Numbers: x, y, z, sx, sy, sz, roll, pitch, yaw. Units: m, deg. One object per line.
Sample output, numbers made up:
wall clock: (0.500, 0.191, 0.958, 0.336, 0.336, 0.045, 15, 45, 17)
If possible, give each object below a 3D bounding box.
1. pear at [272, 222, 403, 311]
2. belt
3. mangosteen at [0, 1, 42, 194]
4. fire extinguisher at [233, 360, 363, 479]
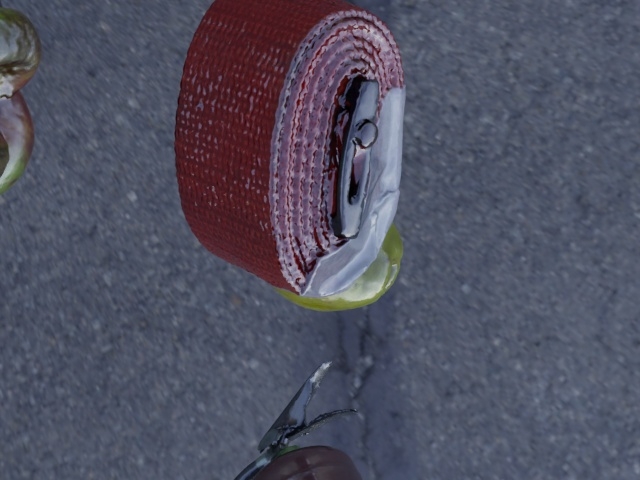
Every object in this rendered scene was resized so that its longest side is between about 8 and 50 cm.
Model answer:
pear: (0.000, 0.000, 0.999, 0.131, 0.107, 0.107, 26, 100, 3)
belt: (-0.013, -0.063, 0.850, 0.128, 0.124, 0.201, -15, 117, -43)
mangosteen: (-0.380, -0.150, 1.089, 0.288, 0.288, 0.288, -8, 113, -19)
fire extinguisher: (0.002, 0.122, 0.435, 0.078, 0.157, 0.045, -36, 142, 11)
